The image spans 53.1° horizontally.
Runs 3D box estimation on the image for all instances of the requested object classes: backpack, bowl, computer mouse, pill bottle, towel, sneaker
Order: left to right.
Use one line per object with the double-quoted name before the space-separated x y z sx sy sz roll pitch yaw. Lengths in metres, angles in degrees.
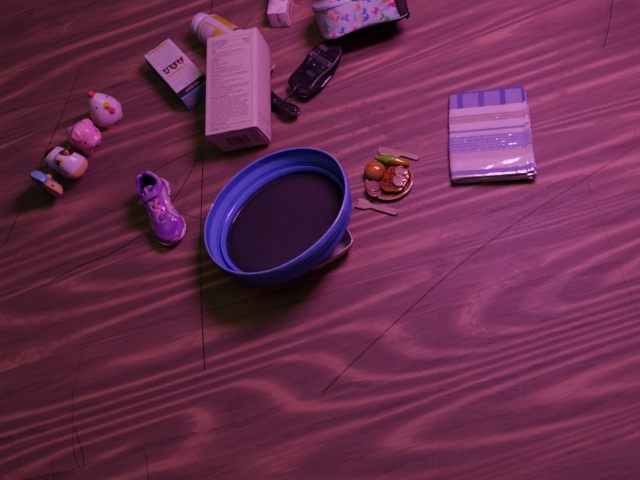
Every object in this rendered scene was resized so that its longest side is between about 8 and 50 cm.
"sneaker" -0.439 -0.094 1.717 0.095 0.104 0.236 -26 62 -3
"pill bottle" -0.308 -0.626 1.955 0.184 0.103 0.103 36 76 26
"bowl" -0.102 -0.062 1.586 0.391 0.077 0.391 -15 49 18
"computer mouse" -0.061 -0.476 1.852 0.184 0.060 0.262 33 84 25
"bowl" 0.000 0.000 1.596 0.142 0.053 0.142 -31 62 -4
"backpack" 0.101 -0.677 1.827 0.254 0.191 0.225 -23 27 7
"towel" 0.435 -0.272 1.645 0.209 0.034 0.284 -3 61 14

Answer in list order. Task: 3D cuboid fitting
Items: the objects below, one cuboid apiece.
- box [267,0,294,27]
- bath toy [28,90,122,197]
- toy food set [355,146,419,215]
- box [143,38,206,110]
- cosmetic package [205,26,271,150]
"box" -0.113 -0.816 2.028 0.063 0.067 0.323 0 63 12
"bath toy" -0.704 -0.294 1.866 0.152 0.129 0.348 21 70 22
"toy food set" 0.172 -0.162 1.645 0.133 0.038 0.192 15 68 19
"box" -0.430 -0.506 1.947 0.101 0.060 0.244 -38 62 -7
"cosmetic package" -0.229 -0.421 1.793 0.160 0.113 0.309 -6 71 17
